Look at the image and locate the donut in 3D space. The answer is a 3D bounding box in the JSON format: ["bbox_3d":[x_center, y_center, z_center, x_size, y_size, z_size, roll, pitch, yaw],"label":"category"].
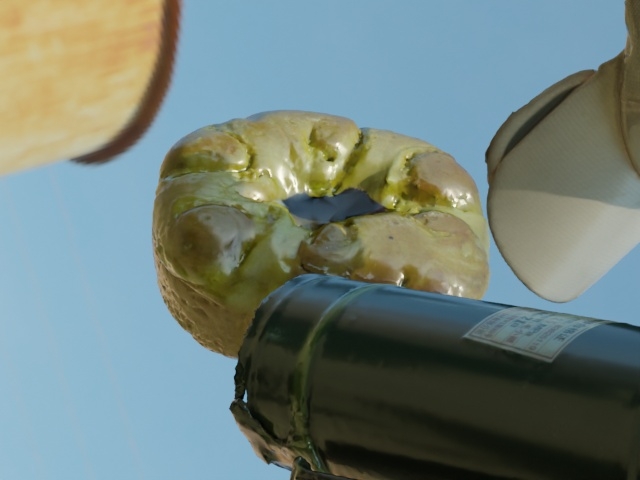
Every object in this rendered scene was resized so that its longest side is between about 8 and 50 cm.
[{"bbox_3d":[0.000,0.000,1.165,0.208,0.261,0.128,-83,-175,-47],"label":"donut"}]

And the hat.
[{"bbox_3d":[0.217,-0.044,0.872,0.164,0.219,0.226,32,-77,37],"label":"hat"}]

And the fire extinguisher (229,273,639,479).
[{"bbox_3d":[0.095,0.075,0.569,0.294,0.118,0.093,8,-70,45],"label":"fire extinguisher"}]
